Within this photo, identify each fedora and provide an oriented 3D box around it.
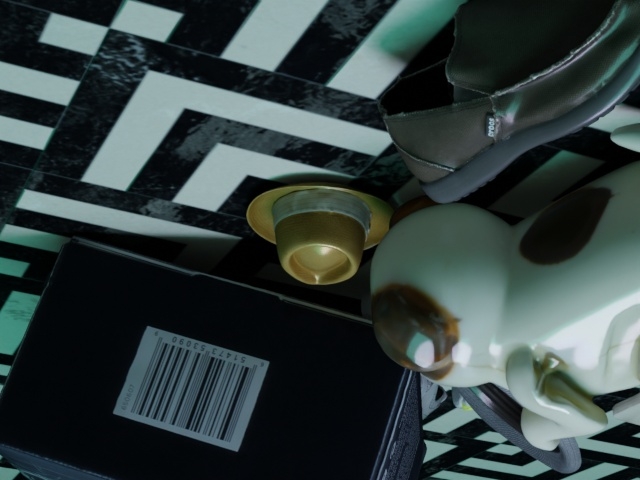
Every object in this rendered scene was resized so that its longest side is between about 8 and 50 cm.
[{"bbox_3d":[0.269,0.174,1.801,0.243,0.124,0.275,31,165,44],"label":"fedora"},{"bbox_3d":[0.000,0.000,1.621,0.194,0.079,0.194,3,156,1],"label":"fedora"}]

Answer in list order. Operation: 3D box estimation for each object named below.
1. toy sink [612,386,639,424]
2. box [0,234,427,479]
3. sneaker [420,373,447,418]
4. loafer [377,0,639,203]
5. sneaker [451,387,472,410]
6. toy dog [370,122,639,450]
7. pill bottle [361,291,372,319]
[{"bbox_3d":[0.514,0.155,1.834,0.152,0.131,0.234,16,148,-25],"label":"toy sink"},{"bbox_3d":[-0.122,0.267,1.848,0.479,0.298,0.472,15,160,12],"label":"box"},{"bbox_3d":[0.120,0.189,2.041,0.115,0.105,0.281,-29,151,-2],"label":"sneaker"},{"bbox_3d":[0.169,-0.154,1.190,0.130,0.134,0.366,37,137,-14],"label":"loafer"},{"bbox_3d":[0.283,0.193,1.996,0.126,0.091,0.240,10,154,-16],"label":"sneaker"},{"bbox_3d":[0.253,0.064,1.501,0.407,0.285,0.395,-4,142,17],"label":"toy dog"},{"bbox_3d":[0.115,0.084,1.808,0.116,0.065,0.065,-11,152,28],"label":"pill bottle"}]
